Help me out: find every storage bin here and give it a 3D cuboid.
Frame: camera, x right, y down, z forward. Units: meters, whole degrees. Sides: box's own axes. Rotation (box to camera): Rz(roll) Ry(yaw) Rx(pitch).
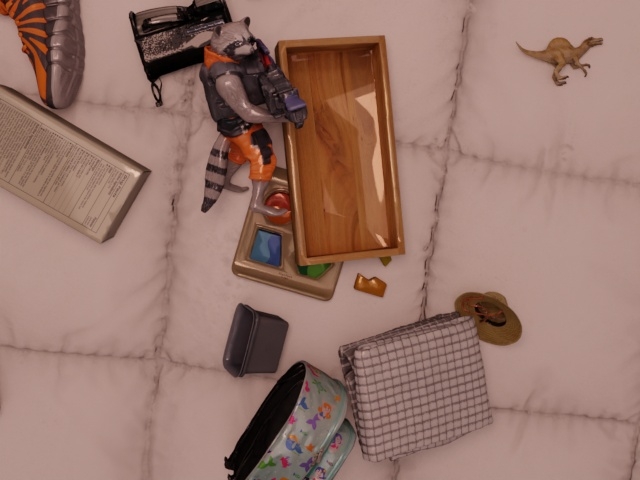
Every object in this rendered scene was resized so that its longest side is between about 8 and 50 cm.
[{"bbox_3d":[-0.126,0.198,1.409,0.091,0.098,0.135,13,96,-33],"label":"storage bin"}]

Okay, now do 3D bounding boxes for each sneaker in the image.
[{"bbox_3d":[-0.535,-0.395,1.305,0.180,0.124,0.321,-2,86,0],"label":"sneaker"}]

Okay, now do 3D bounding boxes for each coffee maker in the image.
[{"bbox_3d":[-0.242,-0.361,1.330,0.178,0.120,0.171,-15,118,-1],"label":"coffee maker"}]

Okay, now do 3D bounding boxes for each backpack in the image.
[{"bbox_3d":[-0.044,0.364,1.361,0.191,0.225,0.253,27,86,-9],"label":"backpack"}]

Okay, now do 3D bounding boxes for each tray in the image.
[{"bbox_3d":[0.036,-0.168,1.357,0.202,0.076,0.411,-6,92,-10],"label":"tray"}]

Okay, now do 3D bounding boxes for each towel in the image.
[{"bbox_3d":[0.181,0.282,1.396,0.283,0.121,0.235,-13,99,-21],"label":"towel"}]

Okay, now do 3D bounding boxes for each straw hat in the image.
[{"bbox_3d":[0.346,0.137,1.437,0.144,0.144,0.061,46,52,-7],"label":"straw hat"}]

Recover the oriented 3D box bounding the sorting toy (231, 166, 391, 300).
[{"bbox_3d":[0.000,0.000,1.412,0.307,0.041,0.229,16,95,-5],"label":"sorting toy"}]

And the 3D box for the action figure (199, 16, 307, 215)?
[{"bbox_3d":[-0.131,-0.204,1.217,0.178,0.341,0.330,-9,111,-12],"label":"action figure"}]

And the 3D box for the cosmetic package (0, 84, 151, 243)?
[{"bbox_3d":[-0.492,-0.142,1.329,0.309,0.113,0.160,32,94,-7],"label":"cosmetic package"}]

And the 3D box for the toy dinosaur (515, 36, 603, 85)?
[{"bbox_3d":[0.465,-0.354,1.407,0.183,0.053,0.093,-9,82,-10],"label":"toy dinosaur"}]
